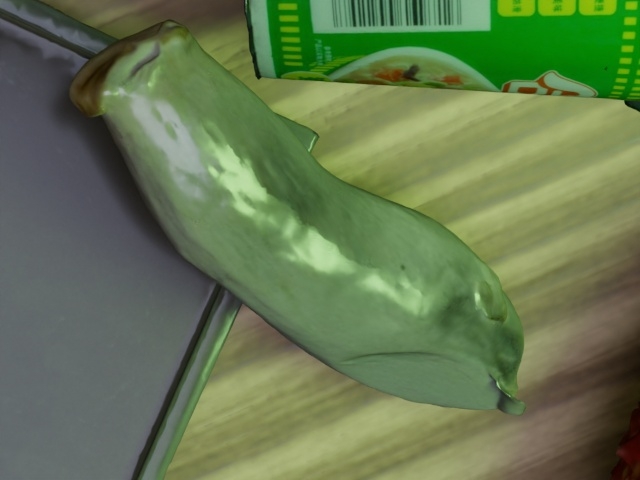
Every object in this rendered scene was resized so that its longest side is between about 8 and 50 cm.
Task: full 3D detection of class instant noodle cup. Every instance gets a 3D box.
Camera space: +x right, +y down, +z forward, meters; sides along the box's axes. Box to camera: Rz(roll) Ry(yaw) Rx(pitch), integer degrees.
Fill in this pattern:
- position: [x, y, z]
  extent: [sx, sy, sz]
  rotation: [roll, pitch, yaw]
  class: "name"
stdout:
- position: [0.075, -0.161, 0.831]
  extent: [0.233, 0.207, 0.207]
  rotation: [-3, 107, 1]
  class: "instant noodle cup"

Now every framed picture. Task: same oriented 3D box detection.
- position: [-0.263, -0.008, 0.872]
  extent: [0.446, 0.028, 0.326]
  rotation: [25, 87, -13]
  class: "framed picture"

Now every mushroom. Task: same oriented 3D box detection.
- position: [-0.002, 0.001, 0.873]
  extent: [0.351, 0.097, 0.109]
  rotation: [36, 75, -35]
  class: "mushroom"

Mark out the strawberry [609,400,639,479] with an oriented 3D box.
- position: [0.345, 0.113, 0.926]
  extent: [0.292, 0.292, 0.343]
  rotation: [44, 124, -16]
  class: "strawberry"
